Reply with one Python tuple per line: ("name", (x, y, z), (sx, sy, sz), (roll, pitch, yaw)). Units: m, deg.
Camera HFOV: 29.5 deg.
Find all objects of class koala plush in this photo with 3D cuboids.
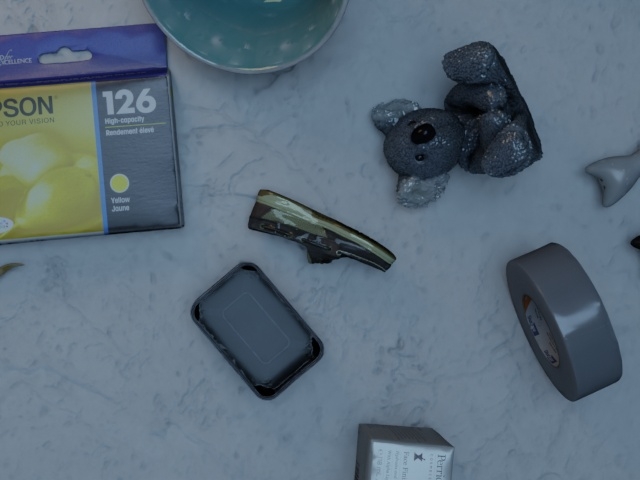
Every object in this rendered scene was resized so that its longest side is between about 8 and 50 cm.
("koala plush", (0.191, -0.151, 1.764), (0.221, 0.203, 0.196), (-23, 81, 16))

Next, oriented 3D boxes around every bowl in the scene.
("bowl", (-0.090, -0.407, 1.698), (0.311, 0.163, 0.312), (7, 121, 12))

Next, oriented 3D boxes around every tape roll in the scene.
("tape roll", (0.344, 0.115, 1.729), (0.072, 0.219, 0.219), (-23, 91, -6))

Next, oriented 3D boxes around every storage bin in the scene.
("storage bin", (-0.092, 0.129, 1.762), (0.122, 0.084, 0.180), (-40, 93, -5))

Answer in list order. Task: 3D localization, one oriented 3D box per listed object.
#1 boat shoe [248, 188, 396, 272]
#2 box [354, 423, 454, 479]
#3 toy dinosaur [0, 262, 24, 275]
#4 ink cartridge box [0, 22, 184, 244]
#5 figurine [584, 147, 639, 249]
("boat shoe", (-0.001, 0.000, 1.778), (0.223, 0.080, 0.073), (26, 92, 2))
("box", (0.112, 0.362, 1.724), (0.119, 0.182, 0.181), (4, 88, -4))
("toy dinosaur", (-0.512, 0.078, 1.754), (0.092, 0.053, 0.183), (37, 94, -18))
("ink cartridge box", (-0.361, -0.156, 1.755), (0.303, 0.072, 0.307), (-6, 91, -4))
("figurine", (0.526, -0.077, 1.818), (0.209, 0.092, 0.215), (-33, 91, 0))
